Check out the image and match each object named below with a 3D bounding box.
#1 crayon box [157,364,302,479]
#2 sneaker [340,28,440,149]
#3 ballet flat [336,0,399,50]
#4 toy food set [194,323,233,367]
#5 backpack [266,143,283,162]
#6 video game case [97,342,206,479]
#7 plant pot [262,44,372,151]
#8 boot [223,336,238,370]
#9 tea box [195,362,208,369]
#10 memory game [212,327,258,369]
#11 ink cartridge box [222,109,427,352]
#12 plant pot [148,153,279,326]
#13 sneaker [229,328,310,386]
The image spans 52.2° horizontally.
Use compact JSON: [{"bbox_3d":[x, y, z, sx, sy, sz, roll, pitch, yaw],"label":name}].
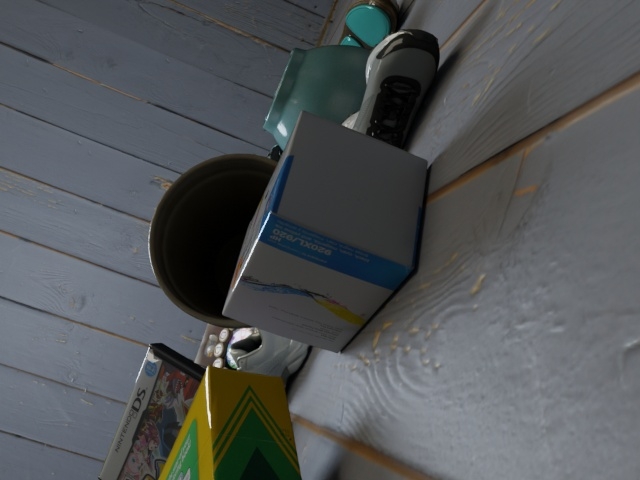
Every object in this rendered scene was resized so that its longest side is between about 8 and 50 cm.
[{"bbox_3d":[-0.125,0.376,0.700,0.313,0.106,0.363,-106,37,-55],"label":"crayon box"},{"bbox_3d":[0.097,-0.176,0.929,0.271,0.100,0.108,116,156,-46],"label":"sneaker"},{"bbox_3d":[0.117,-0.486,1.490,0.124,0.116,0.342,-51,1,-14],"label":"ballet flat"},{"bbox_3d":[-0.320,0.375,1.851,0.306,0.092,0.219,98,-176,-47],"label":"toy food set"},{"bbox_3d":[-0.081,-0.099,1.479,0.188,0.166,0.144,-41,26,58],"label":"backpack"},{"bbox_3d":[-0.208,0.332,1.029,0.035,0.275,0.248,15,-82,-64],"label":"video game case"},{"bbox_3d":[0.002,-0.272,1.321,0.293,0.196,0.293,-158,90,-80],"label":"plant pot"},{"bbox_3d":[-0.212,0.306,1.673,0.208,0.076,0.189,-117,51,-86],"label":"boot"},{"bbox_3d":[-0.284,0.440,1.281,0.323,0.220,0.329,-137,69,-79],"label":"tea box"},{"bbox_3d":[-0.190,0.251,1.530,0.186,0.012,0.186,-25,50,35],"label":"memory game"},{"bbox_3d":[0.000,0.000,0.807,0.232,0.168,0.171,122,165,-50],"label":"ink cartridge box"},{"bbox_3d":[-0.146,0.031,1.302,0.280,0.323,0.323,83,-155,-73],"label":"plant pot"},{"bbox_3d":[-0.104,0.212,1.086,0.090,0.115,0.232,-91,24,-67],"label":"sneaker"}]
